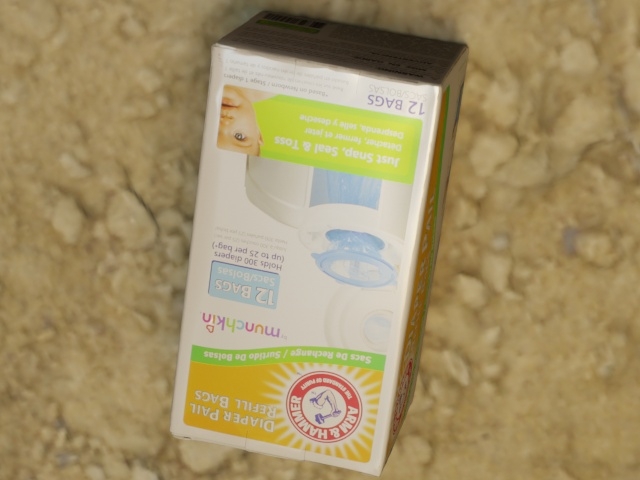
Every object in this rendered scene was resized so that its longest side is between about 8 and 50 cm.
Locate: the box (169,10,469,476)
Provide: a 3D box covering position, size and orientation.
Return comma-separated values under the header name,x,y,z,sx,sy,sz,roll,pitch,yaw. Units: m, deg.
name,x,y,z,sx,sy,sz,roll,pitch,yaw
box,0.000,0.000,0.901,0.114,0.103,0.203,11,108,9
